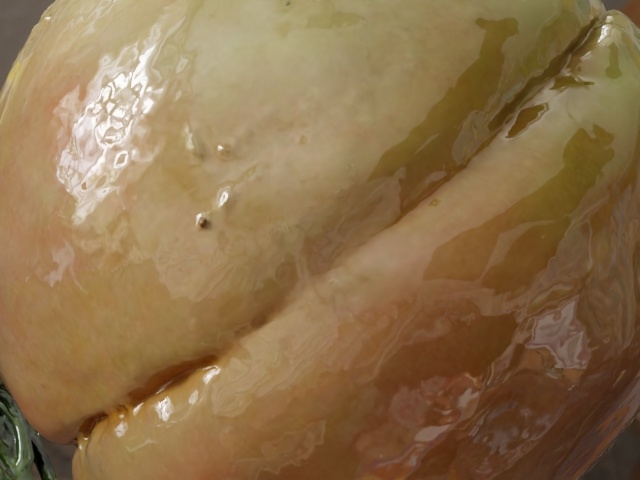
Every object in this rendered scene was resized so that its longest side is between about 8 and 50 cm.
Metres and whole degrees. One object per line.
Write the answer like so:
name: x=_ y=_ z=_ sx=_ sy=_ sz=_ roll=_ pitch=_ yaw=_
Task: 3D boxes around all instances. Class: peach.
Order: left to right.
peach: x=0.000 y=0.000 z=0.438 sx=0.184 sy=0.184 sz=0.184 roll=12 pitch=37 yaw=-9

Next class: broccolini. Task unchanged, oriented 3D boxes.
broccolini: x=-0.146 y=0.156 z=0.859 sx=0.058 sy=0.067 sz=0.216 roll=12 pitch=41 yaw=-41
